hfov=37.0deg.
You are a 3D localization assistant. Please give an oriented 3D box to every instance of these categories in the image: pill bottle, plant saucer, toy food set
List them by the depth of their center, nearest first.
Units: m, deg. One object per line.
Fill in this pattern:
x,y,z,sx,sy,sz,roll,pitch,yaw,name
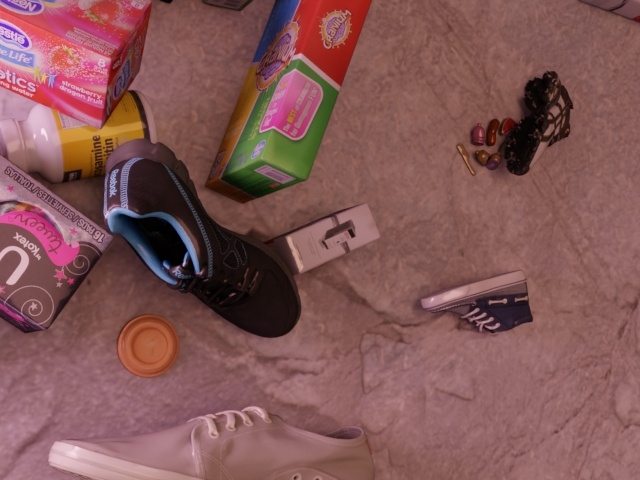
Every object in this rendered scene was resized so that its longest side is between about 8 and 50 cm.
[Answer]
-0.307,-0.128,1.209,0.184,0.103,0.103,-13,91,-24,pill bottle
-0.227,0.140,1.270,0.083,0.013,0.084,2,86,-23,plant saucer
0.275,-0.157,1.510,0.122,0.019,0.078,-34,99,-22,toy food set

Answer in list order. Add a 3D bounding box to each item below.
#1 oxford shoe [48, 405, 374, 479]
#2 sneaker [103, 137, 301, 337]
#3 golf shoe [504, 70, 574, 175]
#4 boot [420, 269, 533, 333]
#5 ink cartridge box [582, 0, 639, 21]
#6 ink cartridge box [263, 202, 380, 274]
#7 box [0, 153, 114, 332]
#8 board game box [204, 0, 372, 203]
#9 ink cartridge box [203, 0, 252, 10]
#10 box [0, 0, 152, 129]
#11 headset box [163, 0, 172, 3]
-0.123,0.273,1.227,0.449,0.169,0.130,12,79,-28,oxford shoe
-0.153,0.032,1.208,0.125,0.140,0.341,-33,121,21,sneaker
0.356,-0.172,1.508,0.094,0.077,0.198,38,63,-26,golf shoe
0.242,0.104,1.446,0.190,0.069,0.086,-12,88,-26,boot
0.517,-0.445,1.616,0.150,0.063,0.109,12,81,-22,ink cartridge box
0.000,0.000,1.334,0.135,0.099,0.056,-23,94,-24,ink cartridge box
-0.397,-0.013,1.127,0.247,0.163,0.142,37,71,-16,box
-0.037,-0.216,1.260,0.064,0.242,0.317,24,76,-20,board game box
-0.111,-0.435,1.317,0.062,0.109,0.209,7,83,-24,ink cartridge box
-0.346,-0.258,1.138,0.256,0.128,0.123,24,51,-3,box
-0.178,-0.486,1.233,0.110,0.218,0.293,17,79,-23,headset box
